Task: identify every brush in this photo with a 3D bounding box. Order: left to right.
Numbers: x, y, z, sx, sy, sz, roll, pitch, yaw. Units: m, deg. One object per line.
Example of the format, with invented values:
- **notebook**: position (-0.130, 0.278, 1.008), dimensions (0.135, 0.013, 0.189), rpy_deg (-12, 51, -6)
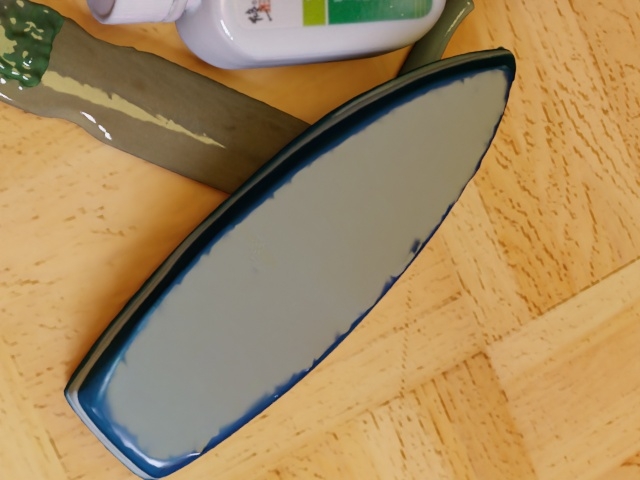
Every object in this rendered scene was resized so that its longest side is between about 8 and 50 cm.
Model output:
- **brush**: position (-0.121, -0.085, 0.783), dimensions (0.282, 0.048, 0.054), rpy_deg (22, 78, -25)

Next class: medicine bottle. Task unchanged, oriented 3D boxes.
- **medicine bottle**: position (-0.029, -0.150, 0.814), dimensions (0.183, 0.069, 0.119), rpy_deg (-8, 93, -24)

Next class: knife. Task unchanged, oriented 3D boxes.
- **knife**: position (0.032, -0.052, 0.862), dimensions (0.015, 0.028, 0.210), rpy_deg (40, 72, -39)

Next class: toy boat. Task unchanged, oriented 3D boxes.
- **toy boat**: position (0.000, 0.000, 0.797), dimensions (0.299, 0.062, 0.096), rpy_deg (-44, 96, -10)
